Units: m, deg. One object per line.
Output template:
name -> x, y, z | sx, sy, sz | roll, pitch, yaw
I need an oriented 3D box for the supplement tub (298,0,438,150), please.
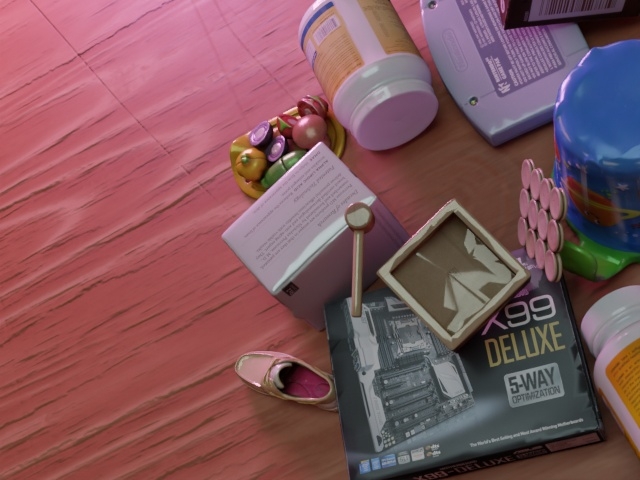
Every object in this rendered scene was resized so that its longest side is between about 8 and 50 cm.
supplement tub -> 0.066, -0.239, 1.493 | 0.144, 0.144, 0.199 | -29, 62, 9

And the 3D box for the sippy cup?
sippy cup -> 0.375, -0.116, 1.272 | 0.240, 0.224, 0.305 | -11, 66, 18

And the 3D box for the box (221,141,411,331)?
box -> 0.000, 0.000, 1.405 | 0.182, 0.181, 0.119 | -43, 62, 1

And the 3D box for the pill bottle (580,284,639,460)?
pill bottle -> 0.386, 0.168, 1.188 | 0.136, 0.136, 0.245 | -31, 45, 8

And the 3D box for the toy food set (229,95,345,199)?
toy food set -> -0.040, -0.148, 1.543 | 0.218, 0.071, 0.128 | -27, 62, 10

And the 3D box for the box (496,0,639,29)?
box -> 0.310, -0.479, 1.451 | 0.191, 0.143, 0.381 | -7, 60, -2

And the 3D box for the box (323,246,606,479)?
box -> 0.171, 0.159, 1.331 | 0.307, 0.076, 0.242 | -16, 64, 16

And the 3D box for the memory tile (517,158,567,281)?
memory tile -> 0.255, -0.024, 1.246 | 0.012, 0.148, 0.113 | -3, 111, -6

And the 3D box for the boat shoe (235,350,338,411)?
boat shoe -> -0.044, 0.178, 1.423 | 0.170, 0.059, 0.063 | 12, 75, 26

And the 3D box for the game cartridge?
game cartridge -> 0.250, -0.278, 1.487 | 0.196, 0.060, 0.294 | -22, 63, 9

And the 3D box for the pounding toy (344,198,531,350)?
pounding toy -> 0.113, 0.034, 1.286 | 0.181, 0.094, 0.206 | -44, 78, 2
